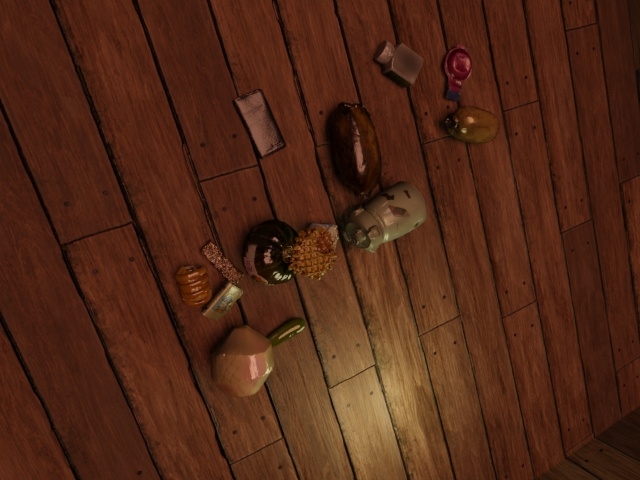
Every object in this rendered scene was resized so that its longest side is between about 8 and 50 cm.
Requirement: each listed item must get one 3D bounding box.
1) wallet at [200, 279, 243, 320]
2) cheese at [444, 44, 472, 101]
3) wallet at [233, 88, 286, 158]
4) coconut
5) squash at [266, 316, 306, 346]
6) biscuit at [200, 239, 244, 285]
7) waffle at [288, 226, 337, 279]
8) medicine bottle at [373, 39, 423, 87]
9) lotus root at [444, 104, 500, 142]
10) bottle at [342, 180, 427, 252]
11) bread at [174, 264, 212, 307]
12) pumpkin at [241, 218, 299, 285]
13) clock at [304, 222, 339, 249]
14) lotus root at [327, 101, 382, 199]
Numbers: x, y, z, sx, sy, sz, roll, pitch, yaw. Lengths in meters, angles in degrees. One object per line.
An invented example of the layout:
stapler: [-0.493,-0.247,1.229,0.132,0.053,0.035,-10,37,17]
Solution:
wallet: [-0.371,0.234,1.748,0.155,0.039,0.110,-50,149,-4]
cheese: [0.618,-0.757,2.071,0.155,0.062,0.244,7,94,-23]
wallet: [-0.232,-0.449,1.767,0.124,0.025,0.244,-29,107,-17]
coconut: [-0.296,0.443,1.725,0.259,0.259,0.259,-3,97,-23]
squash: [-0.149,0.381,1.881,0.201,0.066,0.066,-31,107,-10]
biscuit: [-0.378,0.088,1.762,0.064,0.034,0.199,-44,110,-11]
waffle: [-0.024,0.047,1.729,0.193,0.070,0.197,22,88,-33]
medicine bottle: [0.325,-0.753,1.932,0.188,0.088,0.132,26,86,-23]
lotus root: [0.683,-0.524,2.076,0.284,0.146,0.160,1,133,-25]
bottle: [0.247,-0.081,1.905,0.351,0.229,0.229,-32,107,-23]
bread: [-0.469,0.168,1.710,0.119,0.084,0.177,-18,108,-20]
pumpkin: [-0.193,0.044,1.761,0.260,0.189,0.260,-25,120,-52]
clock: [0.000,0.000,1.855,0.231,0.103,0.144,0,95,-52]
lotus root: [0.144,-0.362,1.852,0.195,0.179,0.398,-14,100,-19]
